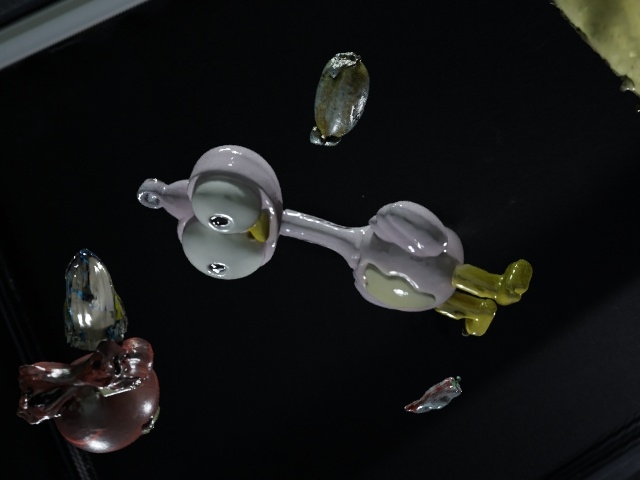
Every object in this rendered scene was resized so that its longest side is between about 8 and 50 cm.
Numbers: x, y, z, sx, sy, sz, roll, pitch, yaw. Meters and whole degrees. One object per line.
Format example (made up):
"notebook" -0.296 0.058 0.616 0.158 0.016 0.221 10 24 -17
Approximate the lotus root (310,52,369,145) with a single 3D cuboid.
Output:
"lotus root" 0.031 -0.224 0.757 0.088 0.088 0.165 21 -54 3

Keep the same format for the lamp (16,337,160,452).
"lamp" -0.318 0.237 0.700 0.215 0.223 0.151 -20 -104 4

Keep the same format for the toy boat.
"toy boat" -0.303 0.082 0.622 0.085 0.066 0.210 0 -42 -21

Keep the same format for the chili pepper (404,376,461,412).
"chili pepper" 0.231 0.317 0.940 0.050 0.041 0.153 37 -62 -12

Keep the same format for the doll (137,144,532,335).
"doll" 0.000 -0.001 0.454 0.366 0.160 0.094 14 -122 2

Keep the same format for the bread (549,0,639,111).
"bread" 0.319 -0.307 0.465 0.346 0.242 0.404 -23 -78 -21
